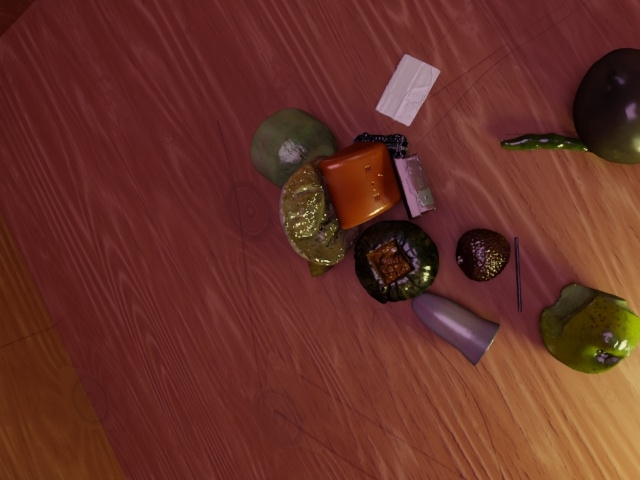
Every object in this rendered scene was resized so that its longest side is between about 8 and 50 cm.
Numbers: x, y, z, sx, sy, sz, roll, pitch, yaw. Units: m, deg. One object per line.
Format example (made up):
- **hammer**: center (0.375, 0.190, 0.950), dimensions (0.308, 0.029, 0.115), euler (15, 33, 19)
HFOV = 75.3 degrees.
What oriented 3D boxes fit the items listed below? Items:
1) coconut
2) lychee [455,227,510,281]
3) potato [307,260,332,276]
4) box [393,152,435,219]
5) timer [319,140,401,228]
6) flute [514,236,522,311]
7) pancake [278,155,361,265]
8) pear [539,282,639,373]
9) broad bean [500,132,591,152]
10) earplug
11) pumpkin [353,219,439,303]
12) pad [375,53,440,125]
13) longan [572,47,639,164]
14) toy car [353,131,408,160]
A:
- **coconut**: center (-0.110, -0.345, 1.575), dimensions (0.328, 0.281, 0.329), euler (-7, 80, 41)
- **lychee**: center (0.558, 0.048, 1.440), dimensions (0.194, 0.194, 0.195), euler (1, 94, 18)
- **potato**: center (0.000, 0.000, 1.628), dimensions (0.175, 0.141, 0.299), euler (9, 95, 2)
- **box**: center (0.329, -0.188, 1.477), dimensions (0.086, 0.215, 0.215), euler (-19, 87, 9)
- **timer**: center (0.135, -0.199, 1.470), dimensions (0.161, 0.249, 0.258), euler (13, 128, 58)
- **flute**: center (0.707, 0.121, 1.481), dimensions (0.014, 0.014, 0.270), euler (-3, 92, 18)
- **pancake**: center (0.010, -0.104, 1.478), dimensions (0.082, 0.386, 0.388), euler (3, 95, 51)
- **pear**: center (0.841, 0.281, 1.311), dimensions (0.176, 0.282, 0.287), euler (35, 103, 4)
- **broad bean**: center (0.772, -0.336, 1.415), dimensions (0.297, 0.043, 0.060), euler (6, 105, 16)
- **earplug**: center (0.465, 0.293, 1.503), dimensions (0.301, 0.172, 0.173), euler (32, 102, 20)
- **pumpkin**: center (0.272, 0.072, 1.522), dimensions (0.320, 0.192, 0.321), euler (0, 89, 20)
- **pad**: center (0.325, -0.565, 1.562), dimensions (0.156, 0.004, 0.232), euler (32, 102, 13)
- **longan**: center (0.914, -0.399, 1.251), dimensions (0.288, 0.288, 0.351), euler (-13, 81, 18)
- **toy car**: center (0.227, -0.354, 1.577), dimensions (0.216, 0.063, 0.103), euler (9, 98, 25)
